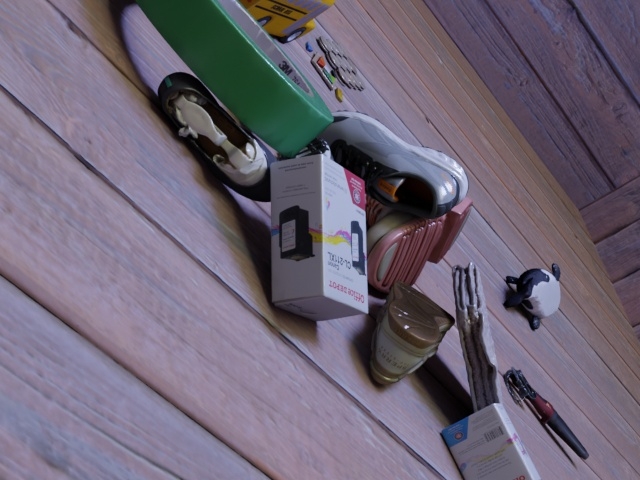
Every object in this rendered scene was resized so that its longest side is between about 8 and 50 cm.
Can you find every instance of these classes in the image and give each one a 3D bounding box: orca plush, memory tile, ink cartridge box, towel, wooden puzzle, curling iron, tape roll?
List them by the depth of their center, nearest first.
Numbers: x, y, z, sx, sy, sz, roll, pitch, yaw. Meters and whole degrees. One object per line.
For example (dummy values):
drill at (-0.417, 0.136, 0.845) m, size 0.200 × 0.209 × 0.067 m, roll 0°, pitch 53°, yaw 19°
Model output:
ink cartridge box at (0.000, 0.000, 1.400) m, size 0.127 × 0.072 × 0.175 m, roll 26°, pitch 59°, yaw -60°
tape roll at (-0.115, -0.249, 1.491) m, size 0.321 × 0.077 × 0.321 m, roll 47°, pitch 10°, yaw -11°
ink cartridge box at (0.239, 0.302, 1.622) m, size 0.122 × 0.088 × 0.052 m, roll 65°, pitch 16°, yaw 18°
towel at (0.244, 0.187, 1.744) m, size 0.187 × 0.049 × 0.282 m, roll -80°, pitch 158°, yaw -65°
wooden puzzle at (0.010, -0.315, 2.153) m, size 0.116 × 0.014 × 0.078 m, roll 51°, pitch 19°, yaw -21°
curling iron at (0.422, 0.330, 2.161) m, size 0.274 × 0.035 × 0.068 m, roll 47°, pitch 25°, yaw -29°
memory tile at (0.043, -0.349, 2.301) m, size 0.113 × 0.012 × 0.148 m, roll 61°, pitch 17°, yaw 8°
orca plush at (0.449, 0.117, 2.565) m, size 0.287 × 0.102 × 0.151 m, roll -12°, pitch 116°, yaw -61°

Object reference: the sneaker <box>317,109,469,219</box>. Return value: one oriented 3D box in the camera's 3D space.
sneaker at (0.081, -0.111, 1.706) m, size 0.272 × 0.100 × 0.108 m, roll 22°, pitch 34°, yaw 14°

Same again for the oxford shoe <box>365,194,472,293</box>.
oxford shoe at (0.116, -0.018, 1.825) m, size 0.146 × 0.140 × 0.397 m, roll 30°, pitch 18°, yaw 14°

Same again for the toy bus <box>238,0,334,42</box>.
toy bus at (-0.073, -0.411, 1.893) m, size 0.108 × 0.130 × 0.333 m, roll 60°, pitch 18°, yaw 5°

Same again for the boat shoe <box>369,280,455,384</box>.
boat shoe at (0.118, 0.127, 1.622) m, size 0.105 × 0.089 × 0.285 m, roll 34°, pitch 12°, yaw 9°

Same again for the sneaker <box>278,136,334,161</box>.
sneaker at (-0.002, -0.062, 1.608) m, size 0.234 × 0.078 × 0.106 m, roll -114°, pitch -176°, yaw -58°

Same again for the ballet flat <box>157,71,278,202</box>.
ballet flat at (-0.117, -0.115, 1.379) m, size 0.203 × 0.074 × 0.074 m, roll 47°, pitch 20°, yaw -16°
